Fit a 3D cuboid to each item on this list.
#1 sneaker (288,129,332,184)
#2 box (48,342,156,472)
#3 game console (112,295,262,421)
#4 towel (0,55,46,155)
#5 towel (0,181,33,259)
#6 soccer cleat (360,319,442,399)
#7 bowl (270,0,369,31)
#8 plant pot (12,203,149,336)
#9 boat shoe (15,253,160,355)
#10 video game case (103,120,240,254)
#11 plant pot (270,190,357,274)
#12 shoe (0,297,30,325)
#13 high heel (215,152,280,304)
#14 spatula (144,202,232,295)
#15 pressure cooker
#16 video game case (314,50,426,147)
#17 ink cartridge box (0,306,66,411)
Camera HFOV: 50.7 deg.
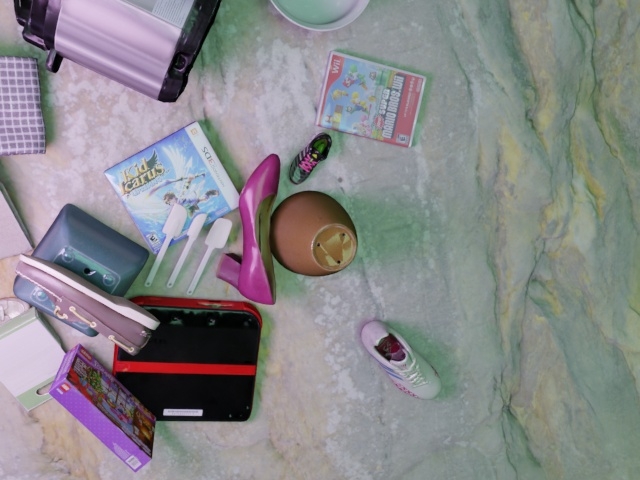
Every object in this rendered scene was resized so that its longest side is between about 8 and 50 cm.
[{"bbox_3d":[-0.025,-0.223,1.807,0.063,0.075,0.170,37,88,-18],"label":"sneaker"},{"bbox_3d":[-0.526,0.407,1.659,0.057,0.201,0.293,-39,109,1],"label":"box"},{"bbox_3d":[-0.357,0.324,1.818,0.386,0.060,0.342,5,103,-15],"label":"game console"},{"bbox_3d":[-0.779,-0.301,1.527,0.283,0.121,0.235,-9,103,-34],"label":"towel"},{"bbox_3d":[-0.815,-0.056,1.574,0.187,0.049,0.282,-18,132,-11],"label":"towel"},{"bbox_3d":[0.242,0.362,1.937,0.331,0.143,0.116,44,86,-17],"label":"soccer cleat"},{"bbox_3d":[-0.019,-0.674,1.709,0.297,0.134,0.298,-2,100,-15],"label":"bowl"},{"bbox_3d":[-0.575,0.086,1.611,0.247,0.252,0.248,34,88,-17],"label":"plant pot"},{"bbox_3d":[-0.508,0.138,1.447,0.324,0.116,0.097,33,86,-23],"label":"boat shoe"},{"bbox_3d":[-0.373,-0.136,1.732,0.269,0.061,0.244,-31,105,-9],"label":"video game case"},{"bbox_3d":[0.000,0.000,1.757,0.237,0.254,0.237,-3,100,-15],"label":"plant pot"},{"bbox_3d":[-0.828,0.193,1.657,0.219,0.058,0.077,-12,102,-13],"label":"shoe"},{"bbox_3d":[-0.131,-0.026,1.747,0.181,0.127,0.377,26,108,19],"label":"high heel"},{"bbox_3d":[-0.345,0.033,1.744,0.168,0.019,0.242,17,108,-34],"label":"spatula"},{"bbox_3d":[-0.439,-0.547,1.479,0.420,0.375,0.370,23,51,-15],"label":"pressure cooker"},{"bbox_3d":[0.140,-0.384,1.855,0.285,0.025,0.204,11,96,-16],"label":"video game case"},{"bbox_3d":[-0.732,0.301,1.705,0.171,0.056,0.235,-30,126,-9],"label":"ink cartridge box"}]
